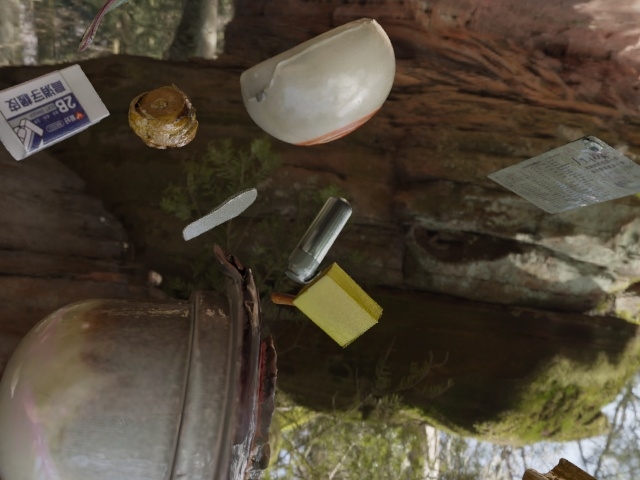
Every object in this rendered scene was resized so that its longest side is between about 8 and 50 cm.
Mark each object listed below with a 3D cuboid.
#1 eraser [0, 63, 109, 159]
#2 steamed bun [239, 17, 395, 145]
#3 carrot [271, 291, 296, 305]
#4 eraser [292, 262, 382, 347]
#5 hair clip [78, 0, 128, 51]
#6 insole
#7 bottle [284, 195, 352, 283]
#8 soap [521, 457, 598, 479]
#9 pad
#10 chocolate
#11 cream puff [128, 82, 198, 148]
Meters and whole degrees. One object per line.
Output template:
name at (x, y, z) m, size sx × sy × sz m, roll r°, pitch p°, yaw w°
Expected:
eraser at (-0.546, -0.261, 1.146) m, size 0.067 × 0.125 × 0.210 m, roll -16°, pitch -159°, yaw 41°
steamed bun at (0.005, -0.270, 1.026) m, size 0.282 × 0.177 × 0.283 m, roll -22°, pitch -163°, yaw 7°
carrot at (-0.075, 0.186, 1.737) m, size 0.190 × 0.037 × 0.037 m, roll 8°, pitch -167°, yaw 36°
eraser at (0.029, 0.112, 0.973) m, size 0.122 × 0.097 × 0.045 m, roll 45°, pitch -148°, yaw -7°
hair clip at (-0.285, -0.309, 0.776) m, size 0.022 × 0.137 × 0.054 m, roll 44°, pitch 154°, yaw -25°
insole at (-0.212, -0.057, 1.216) m, size 0.192 × 0.063 × 0.010 m, roll -33°, pitch -119°, yaw -27°
bottle at (0.000, 0.000, 1.536) m, size 0.096 × 0.254 × 0.079 m, roll 35°, pitch 163°, yaw -2°
soap at (0.361, 0.430, 0.661) m, size 0.142 × 0.260 × 0.281 m, roll -13°, pitch -159°, yaw -28°
pad at (0.415, -0.100, 0.962) m, size 0.159 × 0.009 × 0.265 m, roll 27°, pitch 166°, yaw -13°
chocolate at (-0.124, 0.100, 0.368) m, size 0.147 × 0.222 × 0.221 m, roll 18°, pitch -171°, yaw -20°
cream puff at (-0.289, -0.223, 1.050) m, size 0.119 × 0.104 × 0.133 m, roll -15°, pitch -134°, yaw -12°
